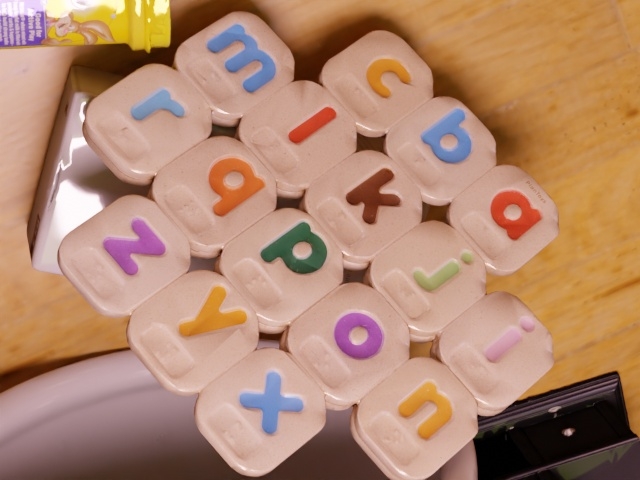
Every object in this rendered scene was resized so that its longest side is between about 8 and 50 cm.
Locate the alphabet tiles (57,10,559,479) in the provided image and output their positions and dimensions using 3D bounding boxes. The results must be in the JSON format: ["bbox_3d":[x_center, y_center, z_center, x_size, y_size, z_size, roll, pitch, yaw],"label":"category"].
[{"bbox_3d":[0.000,0.000,1.053,0.284,0.021,0.278,48,57,8],"label":"alphabet tiles"}]

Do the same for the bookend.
[{"bbox_3d":[0.155,0.170,1.213,0.156,0.157,0.072,-16,113,-5],"label":"bookend"}]

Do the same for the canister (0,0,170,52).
[{"bbox_3d":[-0.175,-0.170,1.064,0.170,0.073,0.126,-4,111,-9],"label":"canister"}]

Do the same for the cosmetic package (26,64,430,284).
[{"bbox_3d":[-0.056,-0.023,1.138,0.231,0.085,0.117,14,105,-15],"label":"cosmetic package"}]

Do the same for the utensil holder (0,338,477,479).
[{"bbox_3d":[-0.062,0.302,1.126,0.328,0.327,0.385,-8,112,-9],"label":"utensil holder"}]
